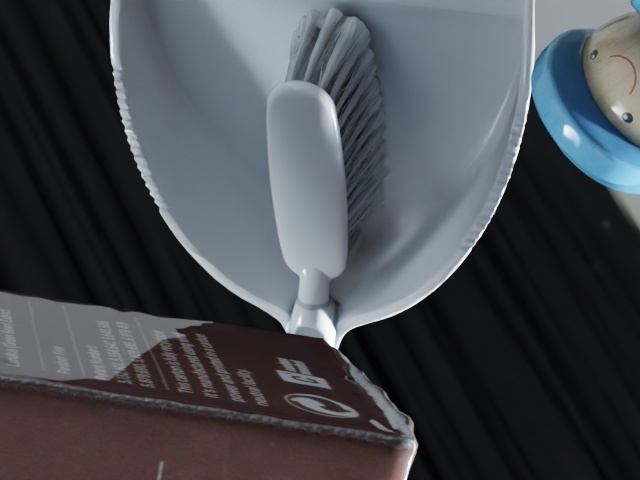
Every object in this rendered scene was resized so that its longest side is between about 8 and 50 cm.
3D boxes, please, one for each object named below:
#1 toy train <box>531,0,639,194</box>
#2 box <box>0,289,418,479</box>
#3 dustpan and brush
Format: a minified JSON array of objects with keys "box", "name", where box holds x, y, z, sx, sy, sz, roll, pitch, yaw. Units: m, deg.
[{"box":[0.058,-0.130,0.547,0.143,0.248,0.105,-46,-178,44],"name":"toy train"},{"box":[-0.182,0.105,0.581,0.381,0.191,0.143,10,-172,-13],"name":"box"},{"box":[0.000,0.000,0.690,0.147,0.060,0.211,7,130,14],"name":"dustpan and brush"}]
